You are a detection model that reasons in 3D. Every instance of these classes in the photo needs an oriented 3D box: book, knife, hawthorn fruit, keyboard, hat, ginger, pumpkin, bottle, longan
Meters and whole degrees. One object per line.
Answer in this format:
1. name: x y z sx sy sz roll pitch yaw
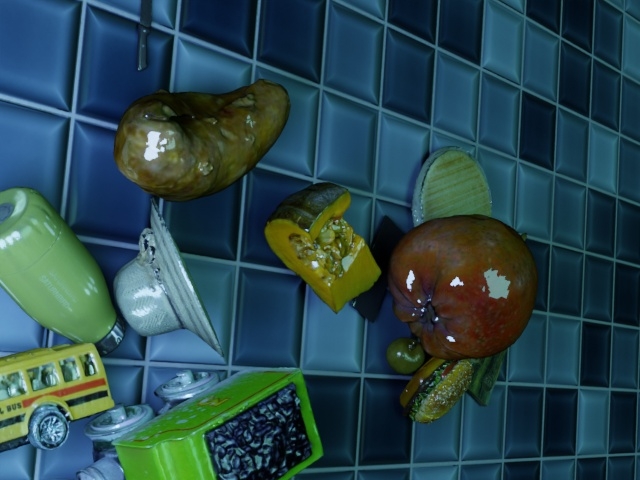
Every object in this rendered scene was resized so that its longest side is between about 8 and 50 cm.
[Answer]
1. book: 0.311 0.222 2.095 0.228 0.024 0.160 46 59 -38
2. knife: -0.258 -0.330 1.488 0.023 0.010 0.170 9 80 -47
3. hawthorn fruit: 0.280 0.069 1.858 0.298 0.277 0.277 -38 117 -26
4. keyboard: 0.107 0.052 1.881 0.074 0.015 0.196 45 57 -42
5. hat: -0.230 0.072 1.408 0.110 0.252 0.252 -24 111 -7
6. ginger: -0.178 -0.146 1.473 0.165 0.172 0.321 47 38 11
7. pumpkin: -0.001 0.003 1.691 0.131 0.126 0.248 -51 142 -29
8. bottle: -0.340 0.052 1.302 0.112 0.112 0.260 -60 141 -30
9. longan: 0.160 0.211 1.884 0.075 0.083 0.075 13 51 -17

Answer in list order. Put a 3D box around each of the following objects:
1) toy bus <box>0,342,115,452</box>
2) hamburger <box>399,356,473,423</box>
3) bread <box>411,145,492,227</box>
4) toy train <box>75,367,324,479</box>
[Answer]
1. toy bus: -0.417 0.210 1.210 0.336 0.121 0.122 -11 90 -47
2. hamburger: 0.227 0.280 1.929 0.166 0.087 0.137 -34 158 -41
3. bread: 0.265 -0.058 2.040 0.267 0.041 0.266 3 86 -48
4. toy train: -0.166 0.285 1.392 0.307 0.249 0.173 -24 104 -46
